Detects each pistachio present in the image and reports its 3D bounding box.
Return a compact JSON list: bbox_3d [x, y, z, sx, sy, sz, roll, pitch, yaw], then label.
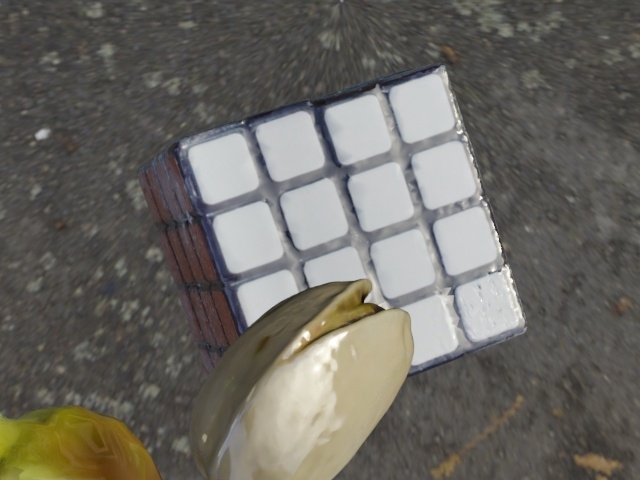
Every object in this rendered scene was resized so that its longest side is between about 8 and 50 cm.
[{"bbox_3d":[-0.015,0.122,1.184,0.137,0.238,0.153,39,142,10],"label":"pistachio"}]

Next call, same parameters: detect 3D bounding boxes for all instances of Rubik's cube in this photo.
[{"bbox_3d":[0.000,0.000,1.744,0.337,0.344,0.344,-20,96,-16],"label":"Rubik's cube"}]

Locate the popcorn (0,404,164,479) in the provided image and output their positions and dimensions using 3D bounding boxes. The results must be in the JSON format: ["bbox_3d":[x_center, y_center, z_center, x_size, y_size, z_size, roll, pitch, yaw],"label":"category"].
[{"bbox_3d":[-0.127,0.222,0.471,0.312,0.312,0.312,0,100,1],"label":"popcorn"}]
